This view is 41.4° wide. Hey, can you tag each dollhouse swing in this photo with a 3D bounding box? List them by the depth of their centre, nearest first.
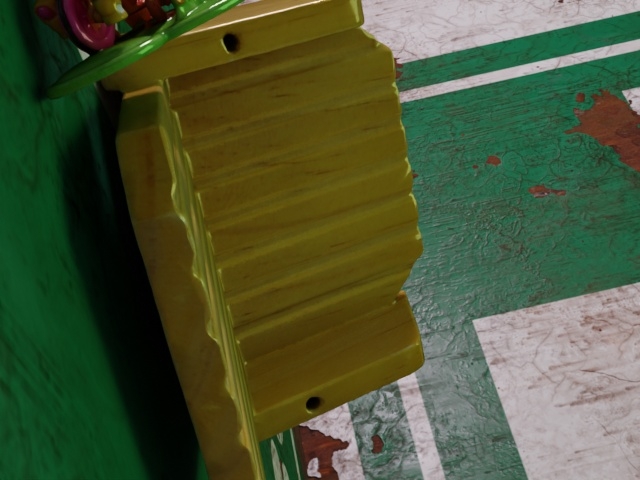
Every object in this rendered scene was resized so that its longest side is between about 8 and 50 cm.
[{"bbox_3d":[0.000,0.000,0.657,0.305,0.315,0.346,30,-44,61],"label":"dollhouse swing"}]

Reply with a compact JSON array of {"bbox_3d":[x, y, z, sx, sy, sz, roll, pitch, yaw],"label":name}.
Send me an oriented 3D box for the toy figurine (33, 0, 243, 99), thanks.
[{"bbox_3d":[-0.135,-0.182,0.478,0.159,0.130,0.173,63,29,-20],"label":"toy figurine"}]
